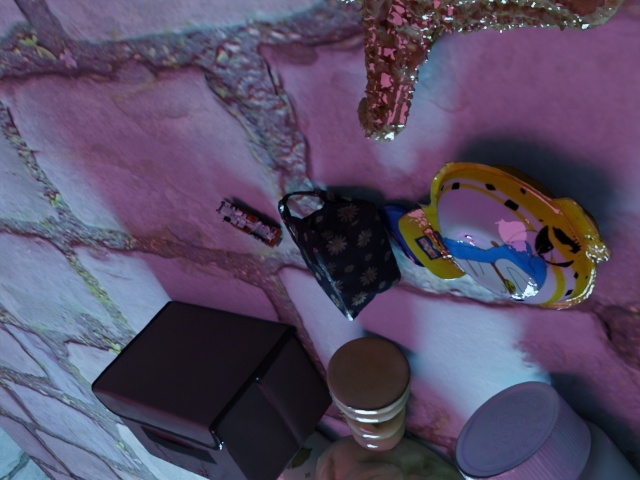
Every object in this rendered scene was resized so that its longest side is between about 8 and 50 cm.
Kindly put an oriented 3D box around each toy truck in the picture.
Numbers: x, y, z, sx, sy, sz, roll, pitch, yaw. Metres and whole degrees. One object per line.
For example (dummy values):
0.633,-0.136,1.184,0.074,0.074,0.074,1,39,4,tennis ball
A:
-0.080,-0.019,0.922,0.083,0.024,0.032,28,176,12,toy truck

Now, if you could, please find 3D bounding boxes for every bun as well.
0.090,0.362,1.083,0.237,0.116,0.210,24,115,16,bun

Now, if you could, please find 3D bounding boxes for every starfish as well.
0.048,-0.196,0.531,0.302,0.060,0.299,9,132,48,starfish

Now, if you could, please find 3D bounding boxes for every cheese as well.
0.130,-0.001,0.692,0.156,0.064,0.250,51,159,-17,cheese

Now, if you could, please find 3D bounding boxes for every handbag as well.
0.000,0.000,0.828,0.139,0.072,0.115,31,155,44,handbag

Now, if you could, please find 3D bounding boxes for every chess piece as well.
0.064,0.196,0.990,0.094,0.094,0.170,22,149,25,chess piece

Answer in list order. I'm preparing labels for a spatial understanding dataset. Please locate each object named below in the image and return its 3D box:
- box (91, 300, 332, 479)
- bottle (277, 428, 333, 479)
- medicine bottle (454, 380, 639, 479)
-0.141,0.205,1.125,0.252,0.188,0.153,3,131,41,box
-0.004,0.351,1.225,0.253,0.120,0.120,39,149,2,bottle
0.246,0.258,0.826,0.225,0.139,0.139,49,147,-16,medicine bottle
